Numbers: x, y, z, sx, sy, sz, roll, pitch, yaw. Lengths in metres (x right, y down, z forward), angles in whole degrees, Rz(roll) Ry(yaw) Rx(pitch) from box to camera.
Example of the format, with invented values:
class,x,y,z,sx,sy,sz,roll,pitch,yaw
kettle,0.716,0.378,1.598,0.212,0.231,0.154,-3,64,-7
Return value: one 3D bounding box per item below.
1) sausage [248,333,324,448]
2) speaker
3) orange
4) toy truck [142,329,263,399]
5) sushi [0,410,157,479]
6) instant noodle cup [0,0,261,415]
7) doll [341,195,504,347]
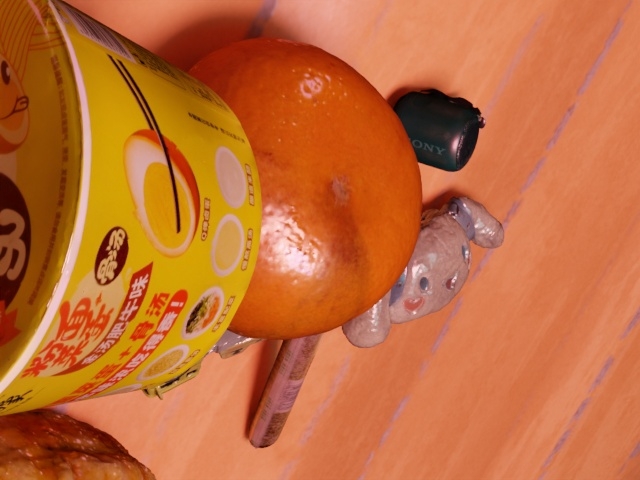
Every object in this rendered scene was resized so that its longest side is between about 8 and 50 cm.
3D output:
class,x,y,z,sx,sy,sz,roll,pitch,yaw
sausage,-0.024,0.109,1.289,0.032,0.033,0.269,-17,145,-35
speaker,0.108,-0.108,1.266,0.094,0.075,0.060,-57,157,-34
orange,-0.034,-0.036,1.088,0.240,0.171,0.240,11,73,-43
toy truck,-0.089,0.069,1.197,0.169,0.077,0.100,-28,162,-19
sushi,-0.234,0.238,1.144,0.274,0.139,0.184,15,106,-48
instant noodle cup,-0.193,-0.018,0.893,0.221,0.311,0.311,12,110,-57
doll,0.096,0.023,1.352,0.214,0.071,0.104,-33,132,-32
